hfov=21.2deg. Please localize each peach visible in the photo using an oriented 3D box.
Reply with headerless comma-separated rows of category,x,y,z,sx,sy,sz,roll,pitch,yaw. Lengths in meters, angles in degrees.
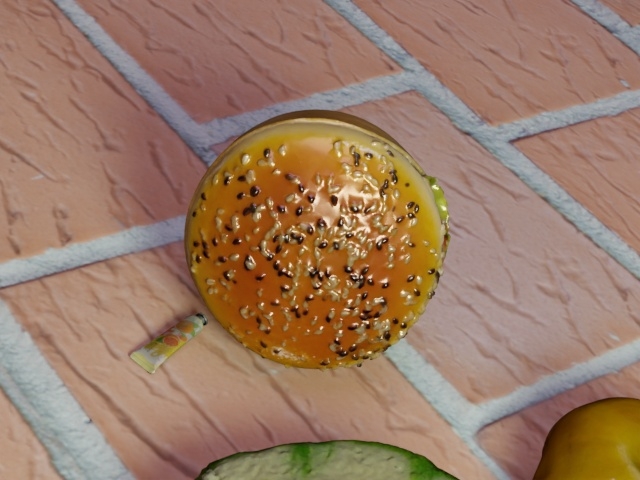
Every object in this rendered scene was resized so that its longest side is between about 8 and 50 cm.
peach,0.330,0.275,1.737,0.251,0.153,0.251,19,43,-18

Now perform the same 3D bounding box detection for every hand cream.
hand cream,-0.162,0.110,1.881,0.035,0.022,0.102,37,47,20

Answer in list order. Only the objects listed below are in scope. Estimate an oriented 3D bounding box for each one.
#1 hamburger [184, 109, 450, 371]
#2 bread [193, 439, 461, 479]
hamburger,0.000,0.000,1.854,0.300,0.300,0.176,9,25,-6
bread,-0.002,0.330,1.521,0.382,0.129,0.366,29,45,35
